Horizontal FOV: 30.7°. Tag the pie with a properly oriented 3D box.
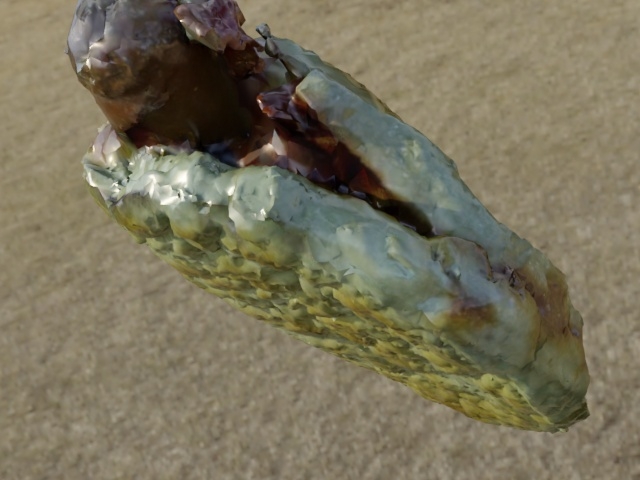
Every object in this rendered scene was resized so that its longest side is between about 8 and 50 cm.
[{"bbox_3d":[0.007,0.006,0.527,0.105,0.257,0.274,-52,-4,-7],"label":"pie"}]
